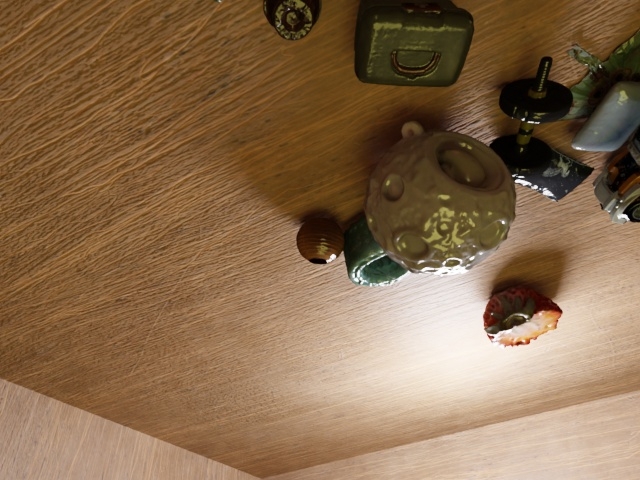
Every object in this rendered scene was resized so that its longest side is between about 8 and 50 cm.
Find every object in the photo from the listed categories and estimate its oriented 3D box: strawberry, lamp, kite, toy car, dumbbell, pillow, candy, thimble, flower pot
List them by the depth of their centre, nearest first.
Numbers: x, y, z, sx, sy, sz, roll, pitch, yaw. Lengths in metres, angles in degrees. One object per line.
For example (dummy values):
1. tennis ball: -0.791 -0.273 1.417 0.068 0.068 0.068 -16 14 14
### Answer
1. flower pot: -0.049 -0.412 0.776 0.111 0.089 0.111 -3 137 -3
2. kite: 0.638 -0.358 0.965 0.267 0.013 0.323 25 128 -30
3. dumbbell: 0.463 -0.251 0.965 0.143 0.143 0.326 -7 137 1
4. candy: 0.684 -0.284 0.991 0.138 0.071 0.174 -2 140 -15
5. toy car: 0.785 -0.193 1.037 0.118 0.193 0.301 10 136 4
6. pillow: 0.601 -0.177 1.127 0.208 0.055 0.141 16 141 -20
7. lamp: 0.000 0.000 1.194 0.136 0.136 0.136 -3 137 -3
8. thimble: 0.177 0.023 1.215 0.235 0.143 0.198 -24 143 22
9. strawberry: 0.729 0.276 1.568 0.265 0.149 0.336 -41 137 23

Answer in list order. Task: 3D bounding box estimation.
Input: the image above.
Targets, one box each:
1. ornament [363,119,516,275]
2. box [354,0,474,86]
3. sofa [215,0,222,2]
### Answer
1. ornament: 0.264 -0.080 0.991 0.336 0.337 0.337 -3 137 -3
2. box: 0.166 -0.376 0.809 0.210 0.129 0.148 0 136 -7
3. sofa: -0.166 -0.511 0.595 0.210 0.176 0.225 31 126 -32
